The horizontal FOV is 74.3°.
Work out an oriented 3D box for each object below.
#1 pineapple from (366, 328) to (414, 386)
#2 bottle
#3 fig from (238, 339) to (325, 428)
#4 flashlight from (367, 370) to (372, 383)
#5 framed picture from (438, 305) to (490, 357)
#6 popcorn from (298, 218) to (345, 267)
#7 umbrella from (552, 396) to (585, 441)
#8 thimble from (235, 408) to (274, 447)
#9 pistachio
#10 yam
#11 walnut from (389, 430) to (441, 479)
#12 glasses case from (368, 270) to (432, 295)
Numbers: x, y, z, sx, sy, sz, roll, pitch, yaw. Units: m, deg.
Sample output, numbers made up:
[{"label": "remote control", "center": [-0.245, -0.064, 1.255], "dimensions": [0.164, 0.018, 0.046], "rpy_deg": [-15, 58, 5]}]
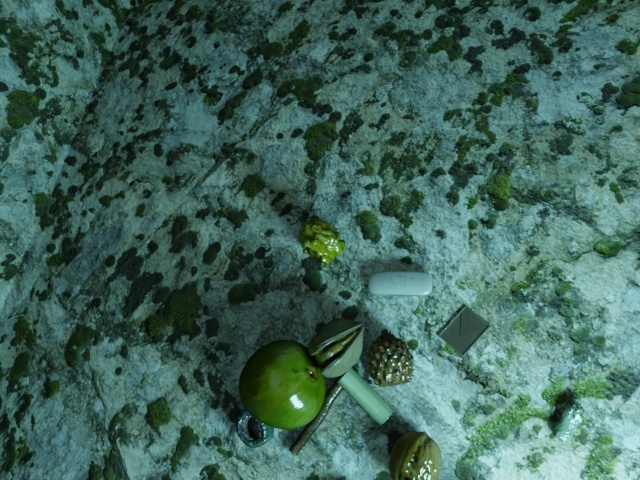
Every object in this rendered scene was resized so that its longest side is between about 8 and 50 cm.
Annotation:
[{"label": "pineapple", "center": [0.237, 0.398, 1.445], "dimensions": [0.167, 0.166, 0.192], "rpy_deg": [-12, 70, 11]}, {"label": "bottle", "center": [0.151, 0.530, 1.443], "dimensions": [0.201, 0.072, 0.072], "rpy_deg": [43, 87, 10]}, {"label": "fig", "center": [-0.146, 0.498, 1.452], "dimensions": [0.317, 0.316, 0.315], "rpy_deg": [-5, 70, 14]}, {"label": "flashlight", "center": [0.183, 0.468, 1.506], "dimensions": [0.018, 0.018, 0.083], "rpy_deg": [8, 73, 17]}, {"label": "framed picture", "center": [0.502, 0.316, 1.476], "dimensions": [0.149, 0.011, 0.109], "rpy_deg": [-46, 67, -4]}, {"label": "popcorn", "center": [-0.003, 0.004, 1.634], "dimensions": [0.155, 0.197, 0.197], "rpy_deg": [-44, 66, 0]}, {"label": "umbrella", "center": [0.767, 0.550, 1.302], "dimensions": [0.067, 0.062, 0.143], "rpy_deg": [17, 76, 51]}, {"label": "thimble", "center": [-0.235, 0.668, 1.514], "dimensions": [0.119, 0.090, 0.135], "rpy_deg": [-29, 69, 7]}, {"label": "pistachio", "center": [0.068, 0.357, 1.443], "dimensions": [0.197, 0.288, 0.166], "rpy_deg": [-38, 86, 18]}, {"label": "yam", "center": [-0.002, 0.612, 1.494], "dimensions": [0.045, 0.045, 0.326], "rpy_deg": [30, 81, 45]}, {"label": "walnut", "center": [0.299, 0.692, 1.331], "dimensions": [0.156, 0.155, 0.183], "rpy_deg": [18, 82, 20]}, {"label": "glasses case", "center": [0.293, 0.159, 1.560], "dimensions": [0.234, 0.059, 0.092], "rpy_deg": [0, 73, 16]}]
